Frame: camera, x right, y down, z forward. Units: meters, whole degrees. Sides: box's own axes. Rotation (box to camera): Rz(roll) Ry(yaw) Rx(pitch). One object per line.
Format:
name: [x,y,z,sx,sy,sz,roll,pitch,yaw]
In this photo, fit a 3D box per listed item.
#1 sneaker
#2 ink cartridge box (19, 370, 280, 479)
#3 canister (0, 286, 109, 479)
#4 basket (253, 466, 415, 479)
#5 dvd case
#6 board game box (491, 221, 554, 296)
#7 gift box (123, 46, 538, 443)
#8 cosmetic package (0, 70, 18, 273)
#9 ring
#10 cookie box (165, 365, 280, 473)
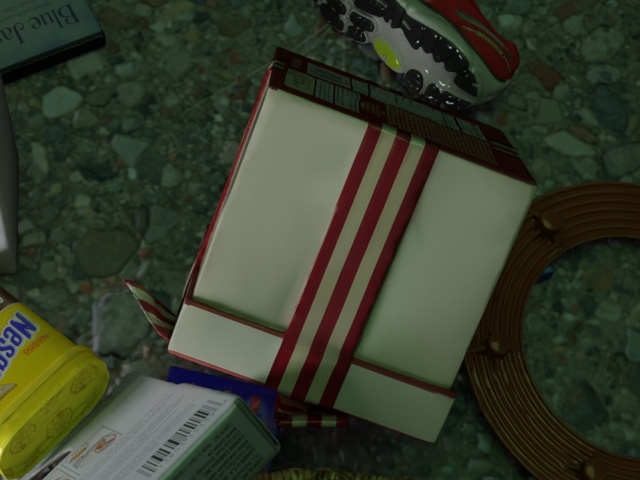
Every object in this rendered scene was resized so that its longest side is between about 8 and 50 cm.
sneaker: [0.091,-0.245,1.411,0.118,0.107,0.279,-30,72,-38]
ink cartridge box: [-0.187,0.223,1.078,0.275,0.239,0.060,-44,107,-19]
canister: [-0.286,0.106,1.182,0.170,0.073,0.126,34,64,21]
basket: [0.034,0.274,1.059,0.299,0.223,0.213,9,63,-1]
dvd case: [-0.353,-0.266,1.401,0.180,0.022,0.253,-24,69,-17]
board game box: [0.163,0.010,1.317,0.090,0.020,0.090,-20,67,-16]
gift box: [0.000,0.000,1.145,0.276,0.255,0.258,20,104,-1]
cosmetic package: [-0.384,-0.070,1.186,0.224,0.225,0.138,-2,66,-7]
ring: [0.294,0.093,1.271,0.336,0.032,0.336,4,66,-9]
cookie box: [-0.090,0.166,1.200,0.107,0.040,0.092,13,63,1]
